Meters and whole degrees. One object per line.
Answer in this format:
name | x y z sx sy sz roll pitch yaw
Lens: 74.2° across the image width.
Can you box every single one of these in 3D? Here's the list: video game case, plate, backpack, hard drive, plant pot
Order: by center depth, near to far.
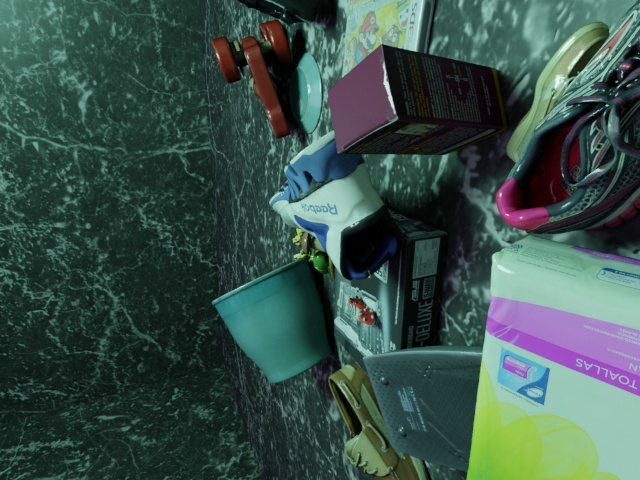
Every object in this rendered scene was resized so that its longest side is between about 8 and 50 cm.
hard drive | 0.182 0.224 0.579 0.254 0.054 0.172 -20 90 50
video game case | 0.101 -0.335 0.699 0.227 0.026 0.207 -133 41 -53
backpack | -0.108 -0.561 0.868 0.191 0.225 0.253 -66 28 16
plate | -0.044 -0.357 1.035 0.188 0.024 0.188 171 90 -66
plant pot | -0.105 0.217 1.109 0.255 0.271 0.271 64 155 3

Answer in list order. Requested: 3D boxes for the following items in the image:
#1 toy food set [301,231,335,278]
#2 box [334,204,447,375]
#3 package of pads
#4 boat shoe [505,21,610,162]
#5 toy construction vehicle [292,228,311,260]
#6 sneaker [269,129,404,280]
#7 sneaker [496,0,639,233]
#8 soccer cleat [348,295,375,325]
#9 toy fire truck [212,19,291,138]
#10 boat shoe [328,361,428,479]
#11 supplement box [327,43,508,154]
toy food set | 0.000 0.000 0.904 0.218 0.071 0.128 80 -166 -63
box | 0.109 0.096 0.768 0.242 0.076 0.308 -142 47 -59
package of pads | 0.256 0.164 0.355 0.229 0.101 0.297 19 118 45
boat shoe | 0.238 -0.131 0.416 0.153 0.056 0.048 104 147 -48
toy construction vehicle | -0.058 0.010 1.183 0.098 0.035 0.086 146 113 -65
sneaker | 0.022 -0.025 0.644 0.182 0.127 0.315 60 169 3
sneaker | 0.251 -0.112 0.320 0.299 0.111 0.121 104 148 -42
soccer cleat | 0.072 0.129 0.735 0.083 0.029 0.036 -133 32 -59
toy fire truck | -0.154 -0.412 1.099 0.302 0.169 0.254 -116 7 -61
boat shoe | 0.103 0.400 0.835 0.123 0.119 0.324 111 143 -50
supplement box | 0.116 -0.155 0.500 0.104 0.188 0.081 -17 81 56
